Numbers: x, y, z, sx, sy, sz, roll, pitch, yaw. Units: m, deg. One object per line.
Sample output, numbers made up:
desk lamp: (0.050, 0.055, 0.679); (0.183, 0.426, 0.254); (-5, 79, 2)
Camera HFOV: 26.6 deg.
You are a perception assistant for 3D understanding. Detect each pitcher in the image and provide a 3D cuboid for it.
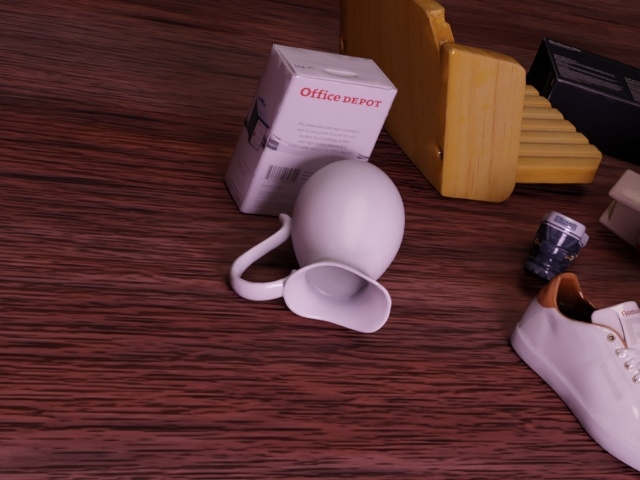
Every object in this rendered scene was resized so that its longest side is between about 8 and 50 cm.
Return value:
pitcher: (0.000, 0.000, 1.483); (0.178, 0.125, 0.207); (7, 39, 5)

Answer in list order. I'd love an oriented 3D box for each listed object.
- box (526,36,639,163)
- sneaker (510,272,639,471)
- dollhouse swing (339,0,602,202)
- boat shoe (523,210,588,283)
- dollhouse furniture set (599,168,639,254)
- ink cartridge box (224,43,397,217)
box: (0.475, -0.219, 2.206); (0.261, 0.103, 0.184); (17, 31, -7)
sneaker: (0.325, 0.142, 1.440); (0.106, 0.123, 0.290); (-6, 39, -45)
dollhouse swing: (0.232, -0.254, 1.923); (0.305, 0.315, 0.347); (-13, 39, -17)
boat shoe: (0.293, 0.013, 1.716); (0.065, 0.083, 0.183); (29, 2, 12)
dollhouse furniture set: (0.515, -0.092, 1.881); (0.135, 0.262, 0.259); (34, 64, 18)
ink cartridge box: (-0.014, -0.123, 1.596); (0.140, 0.190, 0.082); (5, 32, -29)
